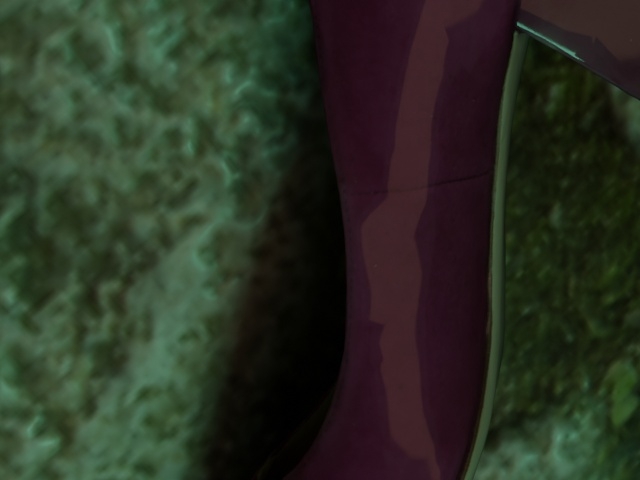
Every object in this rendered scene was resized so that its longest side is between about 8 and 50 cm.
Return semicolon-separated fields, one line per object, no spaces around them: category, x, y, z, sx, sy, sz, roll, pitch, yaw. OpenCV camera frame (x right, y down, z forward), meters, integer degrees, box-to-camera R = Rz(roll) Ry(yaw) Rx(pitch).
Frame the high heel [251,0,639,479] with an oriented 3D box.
high heel;0.000;0.000;0.566;0.181;0.127;0.377;27;99;-2
